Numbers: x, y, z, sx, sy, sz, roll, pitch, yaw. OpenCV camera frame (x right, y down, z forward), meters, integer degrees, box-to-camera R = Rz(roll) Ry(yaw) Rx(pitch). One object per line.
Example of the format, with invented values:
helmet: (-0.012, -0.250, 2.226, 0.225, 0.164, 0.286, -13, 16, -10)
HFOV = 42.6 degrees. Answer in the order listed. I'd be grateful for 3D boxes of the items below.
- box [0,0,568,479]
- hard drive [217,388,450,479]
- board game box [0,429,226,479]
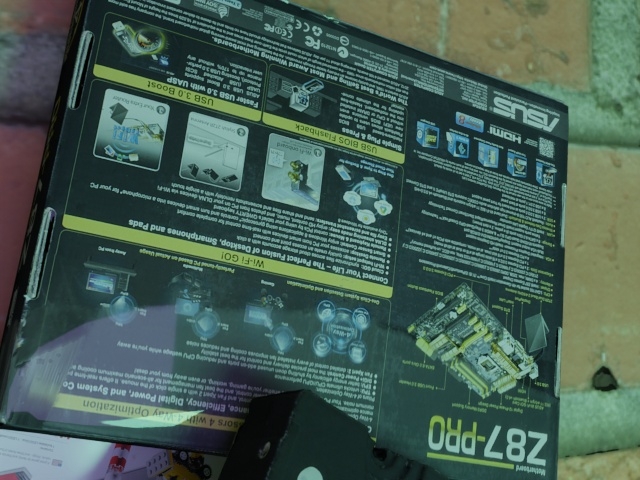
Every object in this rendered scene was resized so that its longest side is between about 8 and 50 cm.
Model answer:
box: (0.000, 0.000, 0.592, 0.394, 0.097, 0.319, 13, 71, -24)
hard drive: (0.005, 0.283, 0.429, 0.236, 0.064, 0.339, 36, 56, -24)
board game box: (-0.218, 0.171, 0.537, 0.305, 0.053, 0.193, 19, 79, -22)
